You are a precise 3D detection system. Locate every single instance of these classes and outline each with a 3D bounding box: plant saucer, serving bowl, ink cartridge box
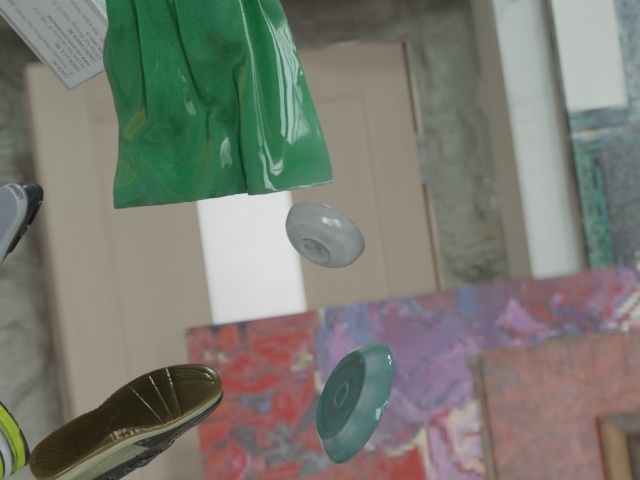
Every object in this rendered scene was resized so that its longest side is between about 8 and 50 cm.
[{"bbox_3d":[0.026,0.145,1.316,0.021,0.119,0.119,26,-15,-20],"label":"plant saucer"},{"bbox_3d":[0.000,0.000,1.390,0.083,0.083,0.027,-10,39,47],"label":"serving bowl"},{"bbox_3d":[-0.265,-0.291,1.071,0.066,0.261,0.296,-29,-34,4],"label":"ink cartridge box"}]

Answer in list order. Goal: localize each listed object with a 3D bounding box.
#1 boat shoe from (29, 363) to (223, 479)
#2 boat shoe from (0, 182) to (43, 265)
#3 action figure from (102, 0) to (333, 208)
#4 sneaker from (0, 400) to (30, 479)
[{"bbox_3d":[-0.140,0.142,1.060,0.152,0.056,0.049,-25,-43,-8],"label":"boat shoe"},{"bbox_3d":[-0.319,-0.007,1.437,0.040,0.049,0.142,-20,-22,-48],"label":"boat shoe"},{"bbox_3d":[-0.062,-0.137,0.698,0.137,0.232,0.063,-5,8,30],"label":"action figure"},{"bbox_3d":[-0.408,0.139,1.326,0.111,0.300,0.121,-36,13,47],"label":"sneaker"}]
